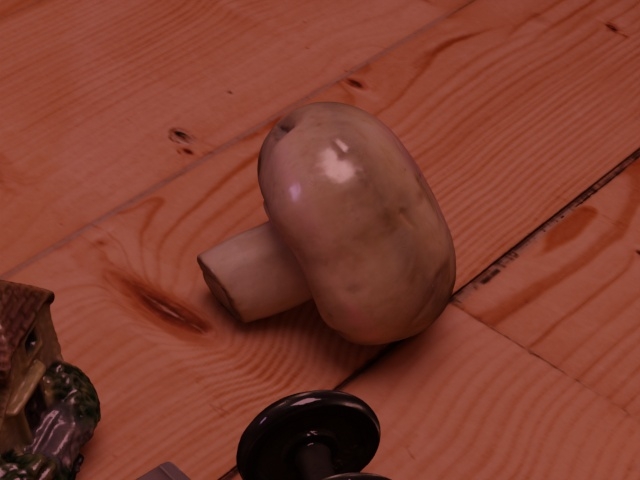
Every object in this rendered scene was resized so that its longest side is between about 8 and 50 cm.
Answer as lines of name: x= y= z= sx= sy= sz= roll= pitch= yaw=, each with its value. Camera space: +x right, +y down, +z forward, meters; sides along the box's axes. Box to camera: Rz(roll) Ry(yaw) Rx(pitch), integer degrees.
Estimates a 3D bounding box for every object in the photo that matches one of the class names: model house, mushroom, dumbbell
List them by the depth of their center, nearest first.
model house: x=-0.427 y=0.184 z=1.919 sx=0.261 sy=0.266 sz=0.321 roll=11 pitch=47 yaw=15
dumbbell: x=0.005 y=0.302 z=1.951 sx=0.192 sy=0.192 sz=0.290 roll=-4 pitch=41 yaw=-16
mushroom: x=0.032 y=-0.007 z=2.236 sx=0.353 sy=0.353 sz=0.325 roll=-23 pitch=34 yaw=-33

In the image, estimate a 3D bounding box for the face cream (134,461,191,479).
face cream: x=-0.251 y=0.358 z=1.924 sx=0.143 sy=0.089 sz=0.314 roll=36 pitch=39 yaw=30
